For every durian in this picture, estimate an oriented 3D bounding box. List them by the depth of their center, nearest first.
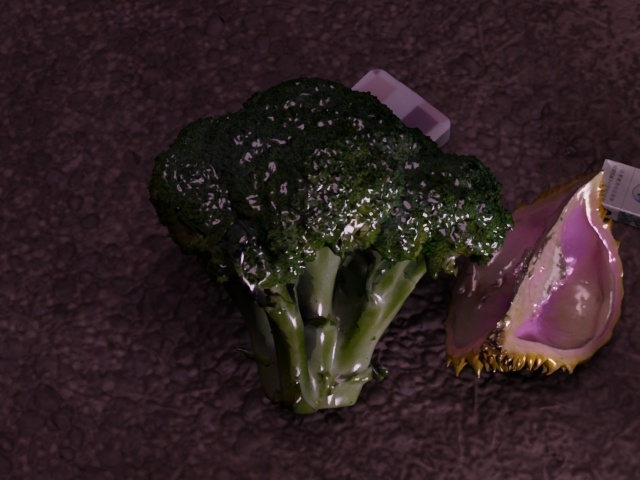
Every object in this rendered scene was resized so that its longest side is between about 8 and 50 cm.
[{"bbox_3d":[0.190,0.039,1.324,0.165,0.132,0.182,-4,63,9],"label":"durian"}]

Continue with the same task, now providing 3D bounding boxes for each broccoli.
[{"bbox_3d":[0.000,0.000,1.292,0.303,0.321,0.283,0,97,-10],"label":"broccoli"}]

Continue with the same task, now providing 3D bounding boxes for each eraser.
[{"bbox_3d":[0.074,-0.121,1.479,0.105,0.026,0.065,38,71,21],"label":"eraser"}]

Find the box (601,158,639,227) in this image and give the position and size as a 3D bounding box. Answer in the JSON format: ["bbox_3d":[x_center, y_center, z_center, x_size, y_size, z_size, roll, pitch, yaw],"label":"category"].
[{"bbox_3d":[0.305,-0.041,1.426,0.083,0.024,0.054,18,60,14],"label":"box"}]
